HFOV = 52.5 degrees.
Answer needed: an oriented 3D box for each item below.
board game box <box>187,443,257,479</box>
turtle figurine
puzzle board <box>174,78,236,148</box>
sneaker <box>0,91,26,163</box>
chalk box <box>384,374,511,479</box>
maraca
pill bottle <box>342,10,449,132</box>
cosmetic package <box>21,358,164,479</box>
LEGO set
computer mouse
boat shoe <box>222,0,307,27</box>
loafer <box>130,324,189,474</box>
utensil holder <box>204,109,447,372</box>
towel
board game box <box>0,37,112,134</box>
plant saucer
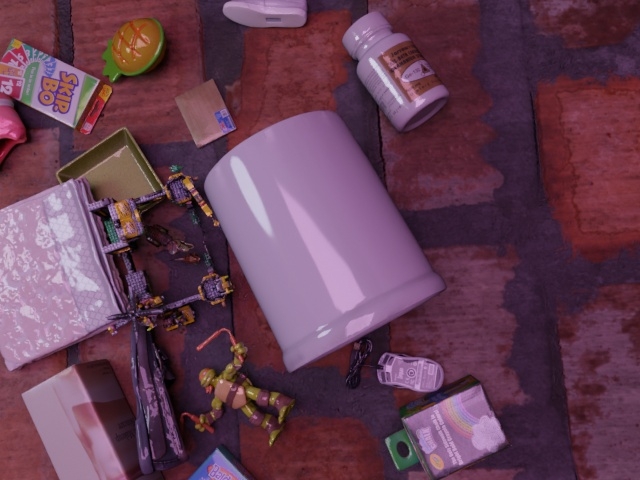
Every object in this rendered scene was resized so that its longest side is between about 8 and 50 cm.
[{"bbox_3d":[-0.220,0.547,1.307,0.160,0.047,0.210,43,89,9],"label":"board game box"},{"bbox_3d":[-0.169,0.322,1.310,0.217,0.087,0.270,28,105,12],"label":"turtle figurine"},{"bbox_3d":[-0.252,-0.279,1.426,0.096,0.011,0.128,-26,82,1],"label":"puzzle board"},{"bbox_3d":[-0.782,-0.186,1.414,0.313,0.116,0.136,-38,84,1],"label":"sneaker"},{"bbox_3d":[0.232,0.366,1.245,0.212,0.132,0.133,-25,83,3],"label":"chalk box"},{"bbox_3d":[-0.411,-0.416,1.417,0.185,0.099,0.127,-16,70,28],"label":"maraca"},{"bbox_3d":[0.149,-0.349,1.334,0.131,0.131,0.229,-34,82,1],"label":"pill bottle"},{"bbox_3d":[-0.447,0.400,1.295,0.129,0.153,0.296,-29,83,3],"label":"cosmetic package"},{"bbox_3d":[-0.311,0.019,1.269,0.254,0.192,0.332,-11,89,-10],"label":"LEGO set"},{"bbox_3d":[0.152,0.264,1.310,0.192,0.042,0.106,10,80,12],"label":"computer mouse"},{"bbox_3d":[-0.119,-0.511,1.416,0.184,0.066,0.063,3,70,8],"label":"boat shoe"},{"bbox_3d":[-0.328,0.310,1.312,0.095,0.109,0.303,-7,67,-11],"label":"loafer"},{"bbox_3d":[0.000,0.000,1.213,0.327,0.327,0.386,-28,81,2],"label":"utensil holder"},{"bbox_3d":[-0.584,0.070,1.371,0.316,0.053,0.332,-23,82,12],"label":"towel"},{"bbox_3d":[-0.606,-0.345,1.457,0.259,0.039,0.124,26,87,5],"label":"board game box"},{"bbox_3d":[-0.446,-0.118,1.408,0.188,0.045,0.188,-34,81,1],"label":"plant saucer"}]
